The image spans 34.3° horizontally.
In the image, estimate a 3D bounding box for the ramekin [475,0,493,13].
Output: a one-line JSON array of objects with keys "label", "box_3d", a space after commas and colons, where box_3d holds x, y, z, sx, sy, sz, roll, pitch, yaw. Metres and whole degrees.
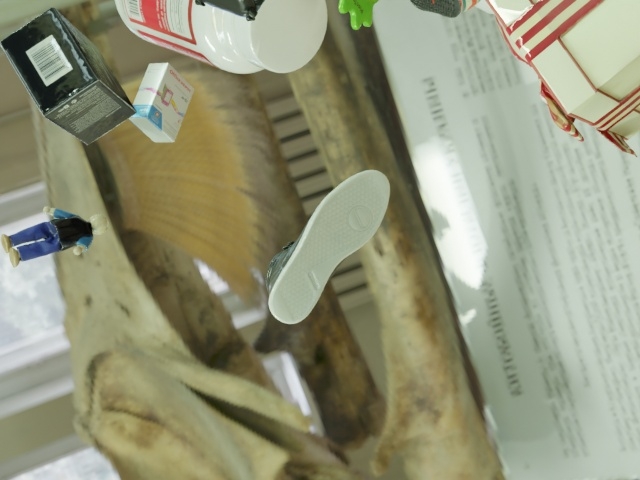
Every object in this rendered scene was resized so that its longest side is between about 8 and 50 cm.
[{"label": "ramekin", "box_3d": [0.401, -0.640, 2.301, 0.135, 0.277, 0.277, 29, -179, -20]}]

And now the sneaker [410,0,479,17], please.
[{"label": "sneaker", "box_3d": [0.213, -0.426, 1.773, 0.161, 0.075, 0.057, 38, 146, 49]}]

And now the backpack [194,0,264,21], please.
[{"label": "backpack", "box_3d": [-0.098, -0.341, 1.264, 0.105, 0.114, 0.084, 22, 150, 24]}]

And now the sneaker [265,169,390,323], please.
[{"label": "sneaker", "box_3d": [-0.001, 0.000, 1.749, 0.105, 0.295, 0.147, 36, 177, -14]}]

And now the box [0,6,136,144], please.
[{"label": "box", "box_3d": [-0.411, -0.266, 1.713, 0.153, 0.108, 0.207, 57, -178, 12]}]

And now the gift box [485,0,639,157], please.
[{"label": "gift box", "box_3d": [0.385, -0.274, 1.337, 0.276, 0.258, 0.255, 14, -137, -53]}]

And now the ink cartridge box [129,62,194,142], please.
[{"label": "ink cartridge box", "box_3d": [-0.295, -0.257, 1.931, 0.088, 0.052, 0.122, 43, -124, -50]}]

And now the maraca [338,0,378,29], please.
[{"label": "maraca", "box_3d": [0.068, -0.401, 1.520, 0.099, 0.185, 0.127, 6, 159, 36]}]

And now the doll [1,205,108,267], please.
[{"label": "doll", "box_3d": [-0.468, -0.013, 1.850, 0.129, 0.189, 0.046, 52, 144, 32]}]

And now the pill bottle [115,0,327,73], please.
[{"label": "pill bottle", "box_3d": [-0.184, -0.436, 1.902, 0.408, 0.229, 0.229, 27, 140, 43]}]
